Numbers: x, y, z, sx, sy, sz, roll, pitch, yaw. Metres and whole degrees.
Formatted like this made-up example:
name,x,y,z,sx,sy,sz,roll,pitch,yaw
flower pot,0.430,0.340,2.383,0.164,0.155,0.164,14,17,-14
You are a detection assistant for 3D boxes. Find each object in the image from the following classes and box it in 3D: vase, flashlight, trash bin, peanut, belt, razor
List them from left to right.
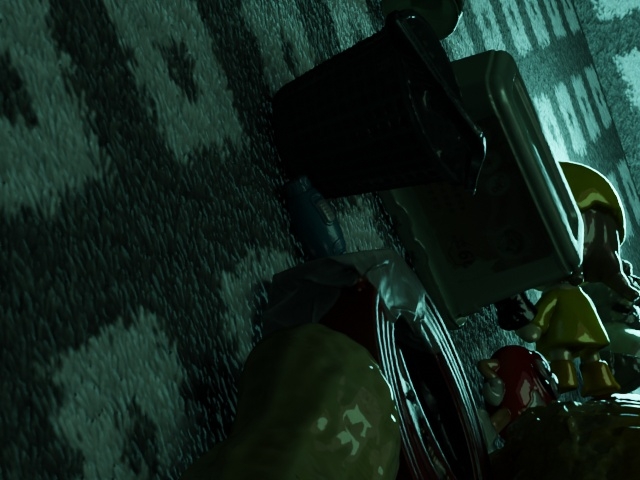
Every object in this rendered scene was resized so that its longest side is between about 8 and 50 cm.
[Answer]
name,x,y,z,sx,sy,sz,roll,pitch,yaw
peanut,-0.021,0.176,0.853,0.149,0.149,0.313,60,32,-26
flashlight,0.000,0.000,1.174,0.129,0.051,0.051,62,24,-8
trash bin,0.044,-0.119,1.206,0.175,0.161,0.175,45,37,-49
belt,0.054,0.156,1.091,0.227,0.115,0.324,-49,120,-67
razor,0.110,-0.131,1.119,0.190,0.033,0.066,55,29,-34
vase,0.236,0.041,1.670,0.167,0.059,0.059,62,24,-23

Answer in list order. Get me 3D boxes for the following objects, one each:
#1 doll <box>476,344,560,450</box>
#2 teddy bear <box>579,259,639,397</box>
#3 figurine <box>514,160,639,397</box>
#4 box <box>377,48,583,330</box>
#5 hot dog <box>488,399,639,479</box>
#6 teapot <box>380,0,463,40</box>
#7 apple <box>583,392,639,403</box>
name,x,y,z,sx,sy,sz,roll,pitch,yaw
doll,0.248,0.215,1.537,0.183,0.085,0.217,63,33,-19
teddy bear,0.508,0.181,2.096,0.171,0.144,0.251,65,21,-54
figurine,0.358,0.054,1.807,0.215,0.187,0.344,11,69,-51
box,0.182,-0.071,1.466,0.312,0.182,0.175,61,24,-23
hot dog,0.237,0.337,1.155,0.196,0.367,0.365,15,38,-13
teapot,0.161,-0.388,1.696,0.183,0.183,0.251,55,40,-36
apple,0.419,0.315,1.680,0.234,0.234,0.234,48,32,-45
